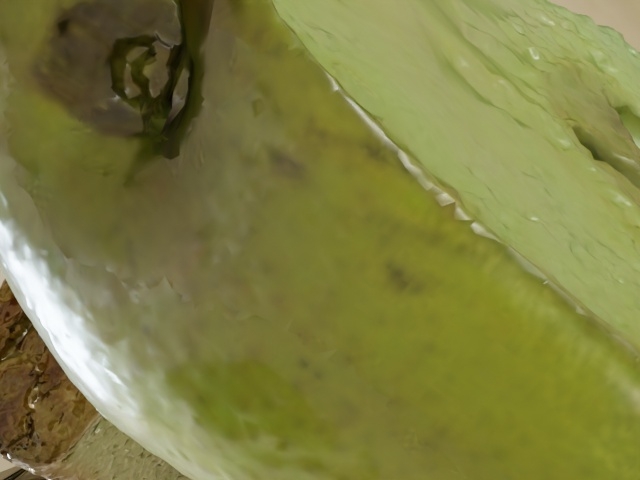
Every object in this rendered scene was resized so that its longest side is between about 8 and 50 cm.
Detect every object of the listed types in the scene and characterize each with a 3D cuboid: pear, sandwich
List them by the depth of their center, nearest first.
[{"bbox_3d":[0.000,0.000,0.548,0.282,0.286,0.176,30,-64,-29],"label":"pear"},{"bbox_3d":[-0.081,0.046,0.958,0.254,0.100,0.288,-55,-17,-16],"label":"sandwich"}]

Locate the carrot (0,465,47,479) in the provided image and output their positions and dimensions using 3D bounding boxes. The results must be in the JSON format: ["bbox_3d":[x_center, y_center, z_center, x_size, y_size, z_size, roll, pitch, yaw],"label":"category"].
[{"bbox_3d":[-0.160,0.177,1.255,0.229,0.069,0.069,-16,-33,-17],"label":"carrot"}]
